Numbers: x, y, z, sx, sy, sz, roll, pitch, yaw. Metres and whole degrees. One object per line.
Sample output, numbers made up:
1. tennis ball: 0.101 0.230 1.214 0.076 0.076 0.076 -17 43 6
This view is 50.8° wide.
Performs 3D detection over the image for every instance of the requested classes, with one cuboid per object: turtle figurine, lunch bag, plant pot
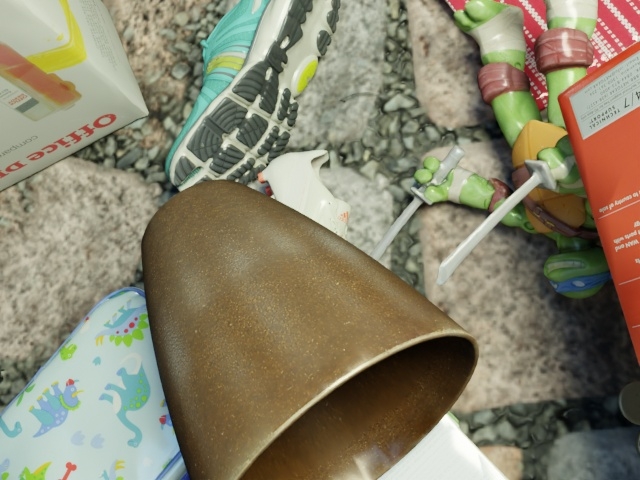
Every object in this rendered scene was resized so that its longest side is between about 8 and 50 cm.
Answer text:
1. turtle figurine: 0.144 -0.083 0.555 0.275 0.198 0.266 -3 83 8
2. lunch bag: -0.179 0.169 0.607 0.176 0.090 0.219 33 77 25
3. plant pot: -0.040 0.063 0.509 0.215 0.215 0.230 -40 59 0

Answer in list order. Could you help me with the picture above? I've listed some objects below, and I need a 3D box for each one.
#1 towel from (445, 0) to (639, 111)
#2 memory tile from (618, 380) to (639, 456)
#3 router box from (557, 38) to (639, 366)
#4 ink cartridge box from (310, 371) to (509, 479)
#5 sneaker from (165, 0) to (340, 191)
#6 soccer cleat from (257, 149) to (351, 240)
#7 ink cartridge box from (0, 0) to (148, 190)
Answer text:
1. towel: 0.270 -0.274 0.668 0.275 0.031 0.199 -34 74 4
2. memory tile: 0.324 0.178 0.555 0.113 0.012 0.148 -18 73 7
3. router box: 0.342 0.027 0.454 0.335 0.082 0.301 -2 72 -30
4. ink cartridge box: 0.060 0.216 0.578 0.171 0.056 0.235 -44 75 -1
5. sneaker: -0.077 -0.165 0.691 0.110 0.107 0.275 20 76 35
6. soccer cleat: 0.000 0.000 0.638 0.076 0.068 0.196 -20 71 5
7. ink cartridge box: -0.368 -0.182 0.592 0.279 0.384 0.160 -26 76 4
